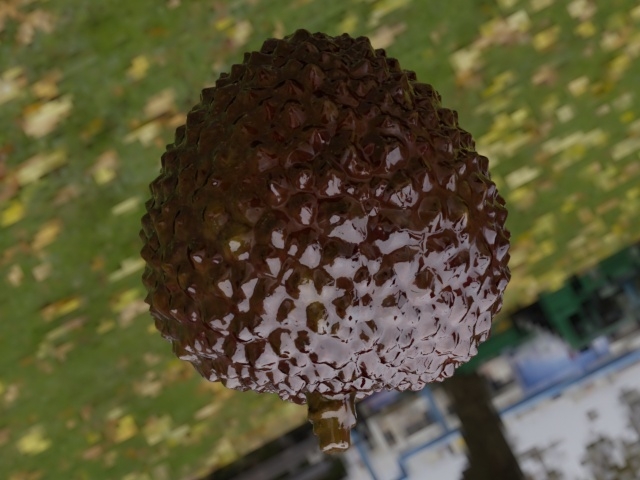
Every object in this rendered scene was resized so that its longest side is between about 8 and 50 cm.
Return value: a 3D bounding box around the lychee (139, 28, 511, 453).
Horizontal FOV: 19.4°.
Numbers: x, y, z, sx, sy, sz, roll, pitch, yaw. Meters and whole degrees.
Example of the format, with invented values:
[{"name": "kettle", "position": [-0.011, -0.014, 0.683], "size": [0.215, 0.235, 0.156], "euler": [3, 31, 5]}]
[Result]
[{"name": "lychee", "position": [0.000, 0.000, 1.332], "size": [0.275, 0.304, 0.276], "euler": [0, 165, 0]}]
